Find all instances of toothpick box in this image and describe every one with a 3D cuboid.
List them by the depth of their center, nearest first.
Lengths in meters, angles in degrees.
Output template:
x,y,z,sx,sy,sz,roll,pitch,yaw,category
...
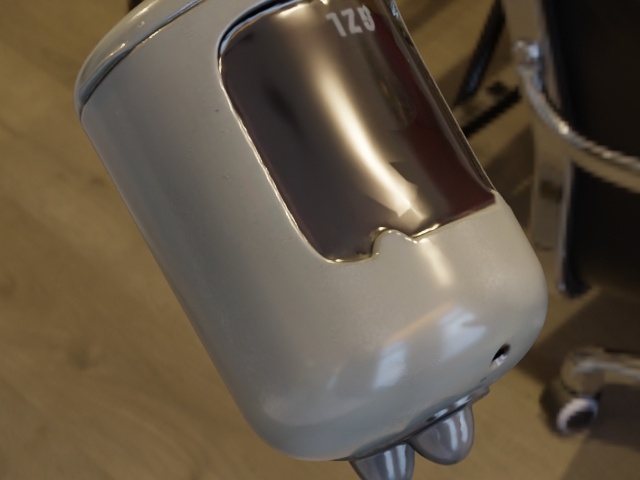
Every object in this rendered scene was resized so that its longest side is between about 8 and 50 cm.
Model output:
x,y,z,sx,sy,sz,roll,pitch,yaw,category
0.000,0.000,0.940,0.229,0.229,0.316,-25,80,-17,toothpick box
